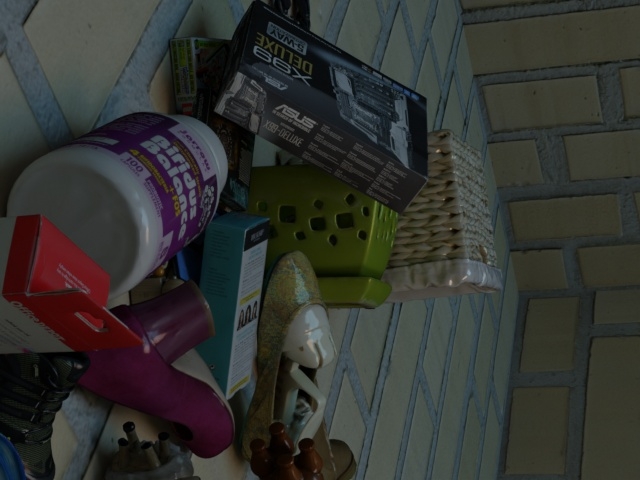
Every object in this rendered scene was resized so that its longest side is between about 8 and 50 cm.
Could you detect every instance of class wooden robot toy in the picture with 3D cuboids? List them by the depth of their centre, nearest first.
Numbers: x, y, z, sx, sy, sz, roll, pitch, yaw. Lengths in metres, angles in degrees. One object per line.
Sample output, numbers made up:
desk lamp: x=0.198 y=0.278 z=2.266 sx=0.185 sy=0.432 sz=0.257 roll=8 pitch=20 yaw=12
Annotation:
wooden robot toy: x=-0.196 y=0.056 z=1.663 sx=0.076 sy=0.079 sz=0.173 roll=-17 pitch=103 yaw=-72

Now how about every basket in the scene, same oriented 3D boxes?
basket: x=0.126 y=-0.027 z=2.282 sx=0.328 sy=0.331 sz=0.267 roll=15 pitch=70 yaw=-72

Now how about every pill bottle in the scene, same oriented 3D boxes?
pill bottle: x=-0.212 y=-0.052 z=1.489 sx=0.301 sy=0.169 sz=0.169 roll=-48 pitch=131 yaw=-66

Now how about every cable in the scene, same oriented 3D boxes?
cable: x=-0.040 y=-0.427 z=2.299 sx=0.184 sy=0.047 sz=0.151 roll=-68 pitch=149 yaw=-55

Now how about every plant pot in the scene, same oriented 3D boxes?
plant pot: x=0.000 y=0.000 z=2.028 sx=0.227 sy=0.228 sz=0.207 roll=25 pitch=65 yaw=-77

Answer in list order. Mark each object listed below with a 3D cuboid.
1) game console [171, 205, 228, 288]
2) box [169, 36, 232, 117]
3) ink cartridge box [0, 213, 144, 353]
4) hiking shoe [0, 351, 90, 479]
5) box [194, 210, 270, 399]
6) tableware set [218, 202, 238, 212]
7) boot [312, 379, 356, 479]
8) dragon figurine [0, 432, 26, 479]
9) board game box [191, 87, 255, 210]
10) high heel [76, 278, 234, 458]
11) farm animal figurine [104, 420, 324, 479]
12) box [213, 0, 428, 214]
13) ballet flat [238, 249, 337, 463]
game console: x=-0.158 y=0.008 z=1.795 sx=0.107 sy=0.071 sz=0.122 roll=-47 pitch=157 yaw=2
box: x=-0.157 y=-0.235 z=1.912 sx=0.207 sy=0.036 sz=0.114 roll=-22 pitch=108 yaw=-71
ink cartridge box: x=-0.279 y=0.042 z=1.157 sx=0.134 sy=0.231 sz=0.078 roll=54 pitch=36 yaw=-59
hiking shoe: x=-0.285 y=0.149 z=1.307 sx=0.086 sy=0.114 sz=0.227 roll=-49 pitch=133 yaw=-65
box: x=-0.126 y=0.089 z=1.810 sx=0.100 sy=0.060 sz=0.244 roll=-31 pitch=130 yaw=-70
tableware set: x=-0.131 y=0.011 z=1.970 sx=0.104 sy=0.024 sz=0.154 roll=-64 pitch=145 yaw=-72
boot: x=-0.016 y=0.280 z=2.166 sx=0.236 sy=0.089 sz=0.270 roll=-64 pitch=141 yaw=-76
dragon figurine: x=-0.328 y=0.226 z=1.203 sx=0.144 sy=0.085 sz=0.289 roll=-49 pitch=133 yaw=-65
board game box: x=-0.138 y=-0.124 z=1.858 sx=0.186 sy=0.026 sz=0.126 roll=41 pitch=52 yaw=-68
high heel: x=-0.214 y=0.193 z=1.630 sx=0.127 sy=0.181 sz=0.377 roll=50 pitch=-21 yaw=34
farm animal figurine: x=-0.124 y=0.368 z=1.441 sx=0.330 sy=0.326 sz=0.172 roll=-67 pitch=154 yaw=-50
box: x=0.007 y=-0.194 z=1.873 sx=0.076 sy=0.307 sz=0.242 roll=-53 pitch=-164 yaw=29
ballet flat: x=-0.035 y=0.187 z=1.905 sx=0.123 sy=0.123 sz=0.349 roll=-48 pitch=151 yaw=-66
